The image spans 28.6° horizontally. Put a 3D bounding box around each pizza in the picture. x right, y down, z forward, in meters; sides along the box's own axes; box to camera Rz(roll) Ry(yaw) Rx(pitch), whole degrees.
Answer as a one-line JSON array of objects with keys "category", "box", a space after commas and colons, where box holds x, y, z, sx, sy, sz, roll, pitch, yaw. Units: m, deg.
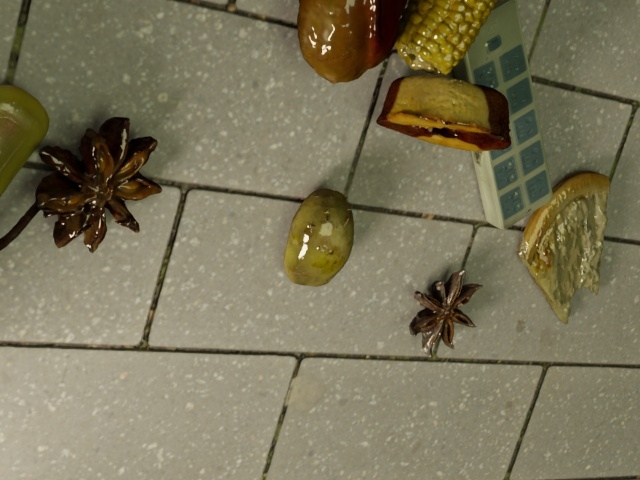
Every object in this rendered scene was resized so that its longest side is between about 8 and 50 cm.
[{"category": "pizza", "box": [0.386, 0.022, 1.958, 0.181, 0.034, 0.262, -26, 124, -24]}]

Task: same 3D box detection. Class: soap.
[{"category": "soap", "box": [-0.360, -0.104, 1.373, 0.089, 0.045, 0.140, 38, 89, -37]}]

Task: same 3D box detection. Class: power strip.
[{"category": "power strip", "box": [0.252, -0.181, 1.764, 0.106, 0.043, 0.367, -32, 126, -20]}]

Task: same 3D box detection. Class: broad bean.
[{"category": "broad bean", "box": [0.044, -0.304, 1.514, 0.156, 0.122, 0.229, -17, 130, -58]}]

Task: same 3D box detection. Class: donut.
[{"category": "donut", "box": [0.167, -0.167, 1.643, 0.184, 0.166, 0.073, 11, 88, -27]}]

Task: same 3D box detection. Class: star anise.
[{"category": "star anise", "box": [-0.281, -0.061, 1.422, 0.234, 0.073, 0.177, -10, 126, -50]}, {"category": "star anise", "box": [0.178, 0.105, 1.846, 0.141, 0.042, 0.141, -15, 117, -32]}]

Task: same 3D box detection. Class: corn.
[{"category": "corn", "box": [0.198, -0.380, 1.575, 0.120, 0.120, 0.363, 21, 95, -39]}]

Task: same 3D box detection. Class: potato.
[{"category": "potato", "box": [0.000, 0.000, 1.655, 0.091, 0.070, 0.138, -2, 112, -33]}]
